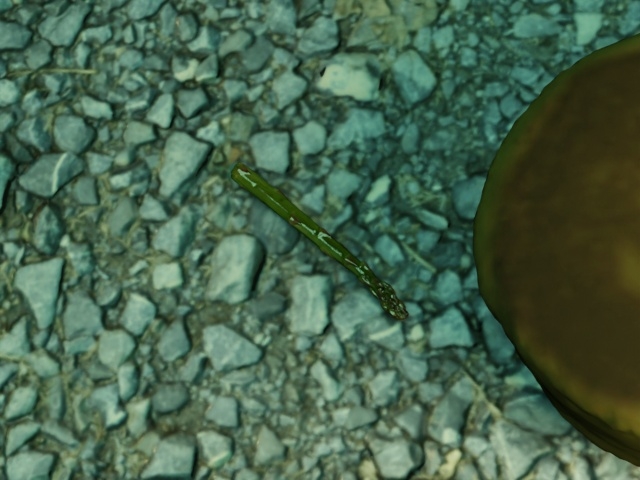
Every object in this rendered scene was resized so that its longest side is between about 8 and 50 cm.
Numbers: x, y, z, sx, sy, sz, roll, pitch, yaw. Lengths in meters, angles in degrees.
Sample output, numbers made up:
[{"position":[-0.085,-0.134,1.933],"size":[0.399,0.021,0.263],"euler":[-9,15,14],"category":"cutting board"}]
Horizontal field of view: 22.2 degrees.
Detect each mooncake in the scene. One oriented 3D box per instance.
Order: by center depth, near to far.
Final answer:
[{"position":[0.345,0.006,1.433],"size":[0.394,0.246,0.393],"euler":[-43,59,-3],"category":"mooncake"}]

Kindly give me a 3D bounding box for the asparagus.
[{"position":[0.000,0.000,1.643],"size":[0.248,0.024,0.025],"euler":[41,92,21],"category":"asparagus"}]
